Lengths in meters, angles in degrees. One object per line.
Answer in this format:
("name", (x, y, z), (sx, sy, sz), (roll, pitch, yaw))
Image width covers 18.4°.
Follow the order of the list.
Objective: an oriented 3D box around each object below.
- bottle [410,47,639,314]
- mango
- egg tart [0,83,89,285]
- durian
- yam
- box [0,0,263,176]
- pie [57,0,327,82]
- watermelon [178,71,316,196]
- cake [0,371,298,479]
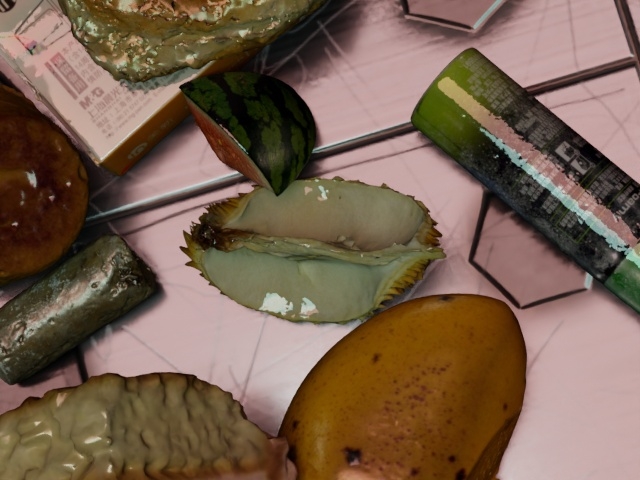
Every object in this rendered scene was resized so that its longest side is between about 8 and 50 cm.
("bottle", (0.233, -0.038, 1.786), (0.330, 0.093, 0.093), (41, 89, 9))
("mango", (0.070, 0.167, 1.751), (0.191, 0.160, 0.290), (31, 83, 17))
("egg tart", (-0.299, -0.050, 1.780), (0.202, 0.147, 0.203), (-1, 93, -27))
("durian", (0.000, 0.000, 1.784), (0.252, 0.139, 0.144), (14, 80, 15))
("yam", (-0.242, 0.064, 1.834), (0.179, 0.078, 0.078), (-33, 81, 0))
("box", (-0.170, -0.227, 1.853), (0.274, 0.091, 0.221), (-40, 81, 0))
("pie", (-0.104, -0.291, 1.766), (0.308, 0.085, 0.308), (-1, 81, 3))
("watermelon", (-0.077, -0.105, 1.820), (0.135, 0.094, 0.125), (31, 50, -16))
("cake", (-0.183, 0.298, 1.651), (0.314, 0.293, 0.307), (-25, 70, 34))
